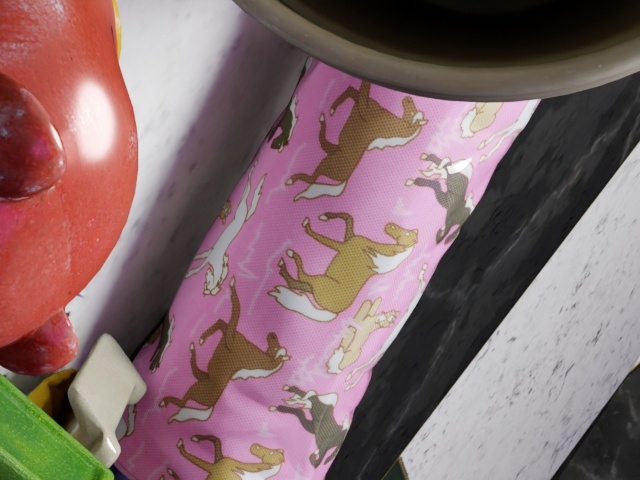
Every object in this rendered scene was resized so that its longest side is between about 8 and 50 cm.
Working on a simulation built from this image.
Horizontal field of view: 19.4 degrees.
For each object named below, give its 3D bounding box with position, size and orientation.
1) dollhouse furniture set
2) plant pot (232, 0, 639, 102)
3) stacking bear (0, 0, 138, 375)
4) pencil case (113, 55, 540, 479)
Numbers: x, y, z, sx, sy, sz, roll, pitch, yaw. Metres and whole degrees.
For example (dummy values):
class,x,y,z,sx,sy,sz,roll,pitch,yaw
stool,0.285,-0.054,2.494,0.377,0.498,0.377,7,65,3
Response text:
class,x,y,z,sx,sy,sz,roll,pitch,yaw
dollhouse furniture set,-0.219,0.129,1.005,0.197,0.151,0.301,-49,-174,8
plant pot,0.083,-0.217,0.900,0.323,0.323,0.280,-57,175,2
stacking bear,-0.169,-0.073,0.515,0.164,0.289,0.175,-40,153,-37
pencil case,0.000,0.000,1.165,0.386,0.160,0.167,-63,159,13
